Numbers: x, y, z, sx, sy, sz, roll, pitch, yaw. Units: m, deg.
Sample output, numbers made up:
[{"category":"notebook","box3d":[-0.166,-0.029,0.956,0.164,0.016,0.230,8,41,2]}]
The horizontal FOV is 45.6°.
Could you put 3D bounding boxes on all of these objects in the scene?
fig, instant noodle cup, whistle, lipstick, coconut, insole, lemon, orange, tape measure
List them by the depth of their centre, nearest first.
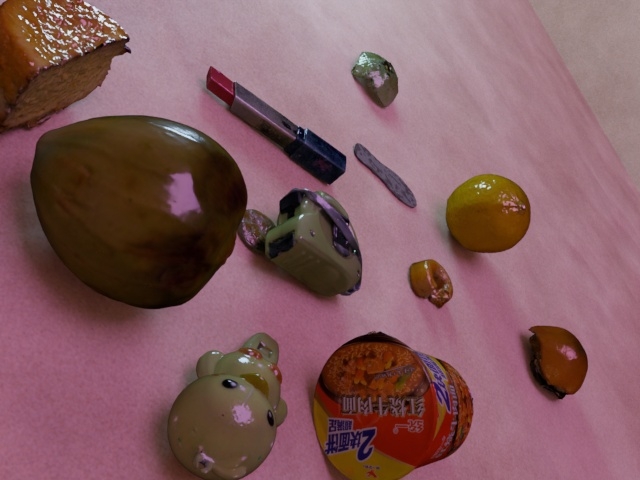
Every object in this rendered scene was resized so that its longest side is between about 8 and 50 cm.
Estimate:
[{"category":"fig","box3d":[-0.230,-0.048,0.947,0.271,0.239,0.239,34,38,-3]},{"category":"whistle","box3d":[-0.098,0.192,0.980,0.141,0.141,0.294,47,35,-12]},{"category":"instant noodle cup","box3d":[0.121,0.250,1.141,0.174,0.213,0.213,16,50,-52]},{"category":"tape measure","box3d":[0.000,0.000,1.262,0.200,0.106,0.175,37,38,-38]},{"category":"lipstick","box3d":[-0.085,-0.209,1.392,0.312,0.051,0.051,32,42,-25]},{"category":"insole","box3d":[0.140,-0.138,1.628,0.193,0.006,0.065,40,39,-20]},{"category":"lemon","box3d":[0.373,-0.060,1.675,0.178,0.203,0.179,6,80,-33]},{"category":"orange","box3d":[0.527,0.259,1.678,0.160,0.112,0.170,-30,98,-55]},{"category":"coconut","box3d":[0.134,-0.390,1.785,0.133,0.055,0.158,13,51,-45]}]

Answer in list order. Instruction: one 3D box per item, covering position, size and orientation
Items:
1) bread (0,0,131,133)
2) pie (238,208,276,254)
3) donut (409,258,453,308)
[{"category":"bread","box3d":[-0.370,-0.252,1.012,0.139,0.143,0.229,51,33,-7]},{"category":"pie","box3d":[-0.102,-0.016,1.241,0.085,0.017,0.085,29,44,-31]},{"category":"donut","box3d":[0.224,0.080,1.523,0.108,0.043,0.097,27,44,-40]}]
